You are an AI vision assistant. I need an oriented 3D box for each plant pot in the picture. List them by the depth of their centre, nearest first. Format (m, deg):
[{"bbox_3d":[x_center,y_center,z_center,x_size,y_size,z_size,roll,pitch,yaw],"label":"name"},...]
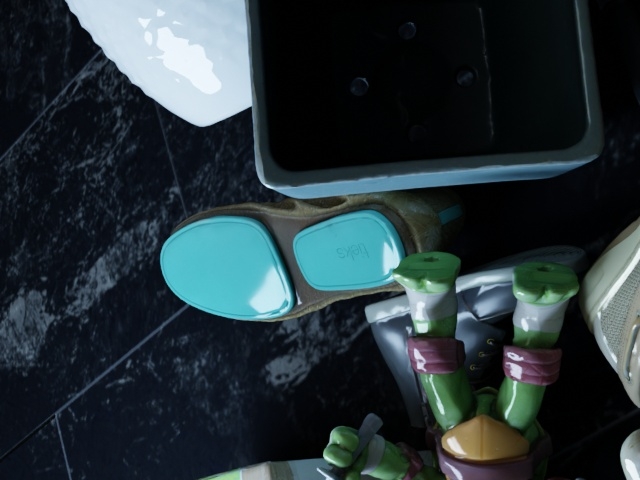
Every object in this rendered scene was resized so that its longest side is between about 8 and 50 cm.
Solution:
[{"bbox_3d":[0.074,-0.152,1.367,0.252,0.247,0.248,69,-164,-82],"label":"plant pot"}]

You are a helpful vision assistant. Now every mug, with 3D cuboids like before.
[{"bbox_3d":[-0.122,-0.288,1.619,0.328,0.276,0.374,62,175,-8],"label":"mug"}]

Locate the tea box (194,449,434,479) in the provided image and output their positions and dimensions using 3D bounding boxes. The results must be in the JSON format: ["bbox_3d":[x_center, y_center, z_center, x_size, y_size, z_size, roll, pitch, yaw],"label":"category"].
[{"bbox_3d":[-0.033,0.369,1.514,0.323,0.220,0.329,-24,70,47],"label":"tea box"}]

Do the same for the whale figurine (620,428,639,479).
[{"bbox_3d":[0.302,0.160,1.169,0.141,0.216,0.272,-78,3,-80],"label":"whale figurine"}]

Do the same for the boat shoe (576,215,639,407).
[{"bbox_3d":[0.282,0.000,1.182,0.341,0.121,0.110,110,148,-55],"label":"boat shoe"}]

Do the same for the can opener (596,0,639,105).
[{"bbox_3d":[0.239,-0.171,1.307,0.074,0.093,0.280,-35,63,36],"label":"can opener"}]

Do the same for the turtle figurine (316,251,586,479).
[{"bbox_3d":[0.108,0.158,1.296,0.198,0.274,0.266,19,115,47],"label":"turtle figurine"}]

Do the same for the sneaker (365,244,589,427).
[{"bbox_3d":[0.144,0.080,1.437,0.222,0.083,0.118,-20,90,44],"label":"sneaker"}]

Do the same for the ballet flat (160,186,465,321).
[{"bbox_3d":[0.000,0.000,1.564,0.342,0.124,0.116,-13,100,49],"label":"ballet flat"}]
